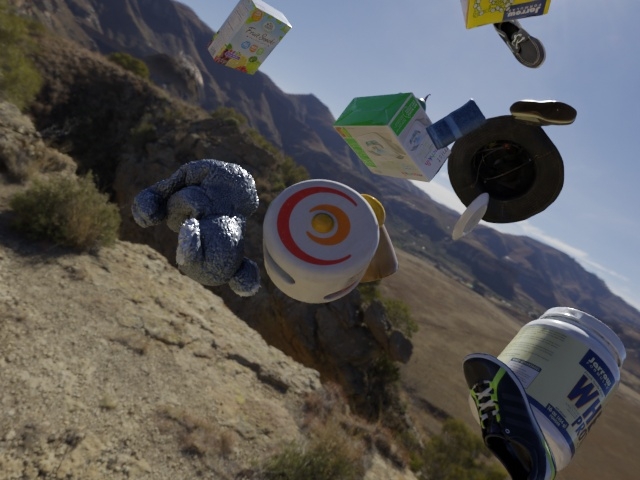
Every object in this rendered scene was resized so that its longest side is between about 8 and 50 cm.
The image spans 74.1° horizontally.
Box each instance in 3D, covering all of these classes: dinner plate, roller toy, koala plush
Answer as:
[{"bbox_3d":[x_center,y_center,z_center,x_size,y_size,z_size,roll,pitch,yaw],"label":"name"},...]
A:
[{"bbox_3d":[0.381,-0.056,1.064,0.017,0.141,0.141,43,14,29],"label":"dinner plate"},{"bbox_3d":[0.000,0.000,0.725,0.209,0.191,0.146,10,-27,-2],"label":"roller toy"},{"bbox_3d":[-0.188,-0.013,0.719,0.196,0.203,0.221,44,14,-40],"label":"koala plush"}]

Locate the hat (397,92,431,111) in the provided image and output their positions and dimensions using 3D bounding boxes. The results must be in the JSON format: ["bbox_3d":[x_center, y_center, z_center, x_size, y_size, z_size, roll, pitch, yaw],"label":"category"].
[{"bbox_3d":[0.388,-0.492,1.579,0.173,0.184,0.208,91,-20,-71],"label":"hat"}]

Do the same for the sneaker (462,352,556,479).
[{"bbox_3d":[0.307,0.299,0.710,0.097,0.084,0.234,4,49,-41],"label":"sneaker"}]

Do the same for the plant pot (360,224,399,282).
[{"bbox_3d":[0.162,-0.004,1.602,0.237,0.254,0.237,-10,15,3],"label":"plant pot"}]

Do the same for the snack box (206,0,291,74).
[{"bbox_3d":[-0.218,-0.624,1.300,0.174,0.207,0.070,-11,65,-57],"label":"snack box"}]

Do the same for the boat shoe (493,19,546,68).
[{"bbox_3d":[0.554,-0.562,1.198,0.065,0.075,0.206,-3,58,-30],"label":"boat shoe"}]

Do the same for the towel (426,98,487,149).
[{"bbox_3d":[0.297,-0.253,0.930,0.029,0.119,0.067,32,35,-55],"label":"towel"}]

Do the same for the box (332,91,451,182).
[{"bbox_3d":[0.206,-0.301,1.241,0.231,0.127,0.262,44,-11,-34],"label":"box"}]

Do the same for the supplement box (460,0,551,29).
[{"bbox_3d":[0.439,-0.735,1.042,0.194,0.356,0.195,-6,-26,12],"label":"supplement box"}]

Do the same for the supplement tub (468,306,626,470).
[{"bbox_3d":[0.536,0.337,1.002,0.235,0.325,0.235,42,-24,23],"label":"supplement tub"}]

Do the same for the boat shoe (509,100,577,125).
[{"bbox_3d":[0.528,-0.297,1.005,0.152,0.056,0.049,32,-8,43],"label":"boat shoe"}]

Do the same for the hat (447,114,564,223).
[{"bbox_3d":[0.553,-0.221,1.286,0.331,0.331,0.134,30,32,7],"label":"hat"}]
